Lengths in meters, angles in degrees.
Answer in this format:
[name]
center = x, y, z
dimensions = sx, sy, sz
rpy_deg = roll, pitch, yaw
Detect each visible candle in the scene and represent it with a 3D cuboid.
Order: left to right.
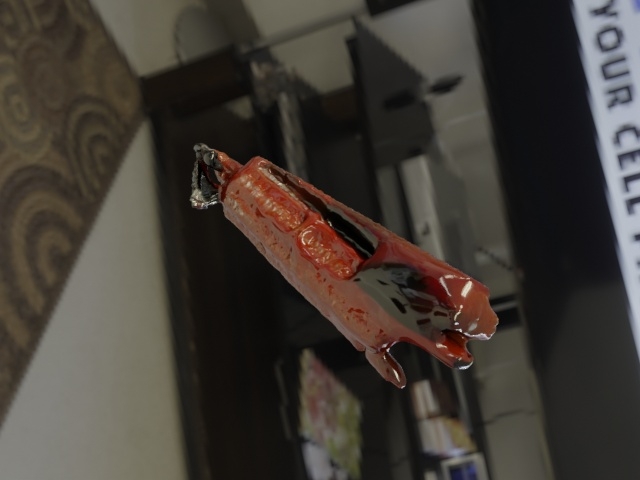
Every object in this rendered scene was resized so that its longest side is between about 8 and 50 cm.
[candle]
center = 0.000, 0.000, 0.983
dimensions = 0.301, 0.084, 0.059
rpy_deg = 39, 3, 40
